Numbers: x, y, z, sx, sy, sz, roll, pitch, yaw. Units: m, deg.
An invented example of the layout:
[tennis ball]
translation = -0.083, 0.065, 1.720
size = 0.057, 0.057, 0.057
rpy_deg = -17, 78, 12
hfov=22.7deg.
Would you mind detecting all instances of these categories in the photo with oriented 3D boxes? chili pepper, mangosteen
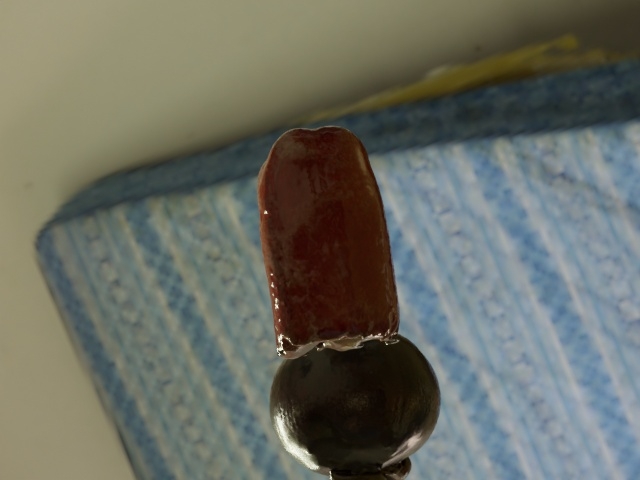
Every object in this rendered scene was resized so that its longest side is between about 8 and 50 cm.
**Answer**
[chili pepper]
translation = 0.000, 0.000, 0.881
size = 0.070, 0.073, 0.123
rpy_deg = 3, -106, -50
[mangosteen]
translation = 0.031, 0.149, 1.360
size = 0.152, 0.152, 0.152
rpy_deg = -23, -90, -80
